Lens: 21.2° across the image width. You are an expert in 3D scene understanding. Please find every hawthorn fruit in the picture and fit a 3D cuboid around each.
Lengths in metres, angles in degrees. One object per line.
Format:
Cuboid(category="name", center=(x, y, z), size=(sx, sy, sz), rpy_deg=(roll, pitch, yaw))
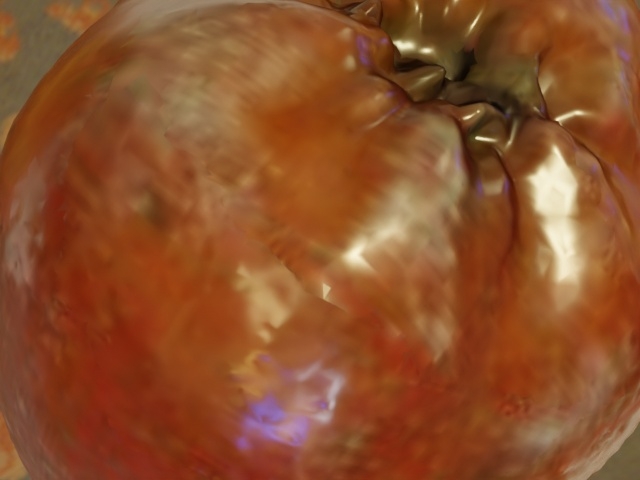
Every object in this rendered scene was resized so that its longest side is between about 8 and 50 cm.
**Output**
Cuboid(category="hawthorn fruit", center=(0.000, 0.000, 0.655), size=(0.284, 0.284, 0.284), rpy_deg=(6, 73, -21))
